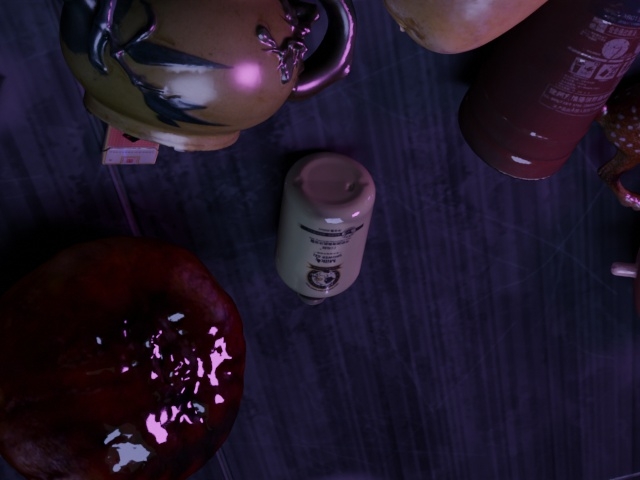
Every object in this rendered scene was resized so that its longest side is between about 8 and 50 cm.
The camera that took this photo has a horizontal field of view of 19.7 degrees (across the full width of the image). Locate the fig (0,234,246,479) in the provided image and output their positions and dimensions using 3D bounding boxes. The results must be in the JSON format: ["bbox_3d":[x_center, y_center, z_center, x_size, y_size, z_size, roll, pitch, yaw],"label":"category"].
[{"bbox_3d":[-0.186,0.116,1.597,0.263,0.224,0.224,-27,142,27],"label":"fig"}]

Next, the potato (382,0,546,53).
[{"bbox_3d":[0.117,-0.213,1.344,0.178,0.109,0.118,-38,111,24],"label":"potato"}]

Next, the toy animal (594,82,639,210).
[{"bbox_3d":[0.347,-0.121,1.563,0.243,0.087,0.260,-18,146,2],"label":"toy animal"}]

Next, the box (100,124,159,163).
[{"bbox_3d":[-0.150,-0.093,1.499,0.046,0.012,0.083,-2,140,-18],"label":"box"}]

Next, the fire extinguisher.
[{"bbox_3d":[0.230,-0.198,1.422,0.138,0.102,0.344,-17,150,-38],"label":"fire extinguisher"}]

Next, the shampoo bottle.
[{"bbox_3d":[0.000,0.000,1.614,0.079,0.079,0.162,-5,142,-12],"label":"shampoo bottle"}]

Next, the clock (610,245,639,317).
[{"bbox_3d":[0.403,0.054,1.723,0.227,0.142,0.241,-14,147,38],"label":"clock"}]

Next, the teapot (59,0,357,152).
[{"bbox_3d":[-0.081,-0.169,1.317,0.269,0.173,0.183,0,117,-33],"label":"teapot"}]
